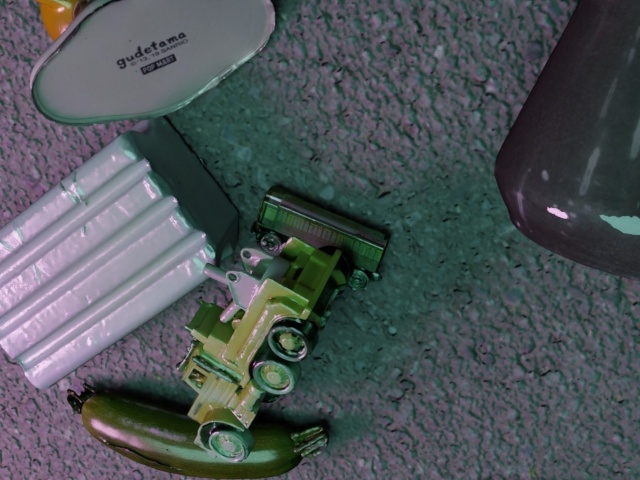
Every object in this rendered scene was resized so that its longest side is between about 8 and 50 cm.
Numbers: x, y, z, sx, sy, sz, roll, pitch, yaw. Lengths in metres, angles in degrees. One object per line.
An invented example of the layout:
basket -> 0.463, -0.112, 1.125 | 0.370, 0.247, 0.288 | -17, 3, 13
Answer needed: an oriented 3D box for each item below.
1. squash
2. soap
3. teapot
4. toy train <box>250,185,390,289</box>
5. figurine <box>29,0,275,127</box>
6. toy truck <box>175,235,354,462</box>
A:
squash -> -0.146, 0.224, 1.432 | 0.318, 0.071, 0.080 | 7, 111, 14
soap -> -0.238, 0.015, 1.368 | 0.289, 0.095, 0.173 | -34, 98, 25
teapot -> 0.322, -0.150, 1.077 | 0.300, 0.253, 0.344 | 5, 110, -21
toy train -> 0.000, 0.000, 1.323 | 0.148, 0.038, 0.071 | 23, 115, 6
figurine -> -0.182, -0.227, 1.275 | 0.250, 0.141, 0.167 | -17, 144, -9
toy truck -> -0.076, 0.101, 1.311 | 0.135, 0.128, 0.259 | 27, 131, 2
